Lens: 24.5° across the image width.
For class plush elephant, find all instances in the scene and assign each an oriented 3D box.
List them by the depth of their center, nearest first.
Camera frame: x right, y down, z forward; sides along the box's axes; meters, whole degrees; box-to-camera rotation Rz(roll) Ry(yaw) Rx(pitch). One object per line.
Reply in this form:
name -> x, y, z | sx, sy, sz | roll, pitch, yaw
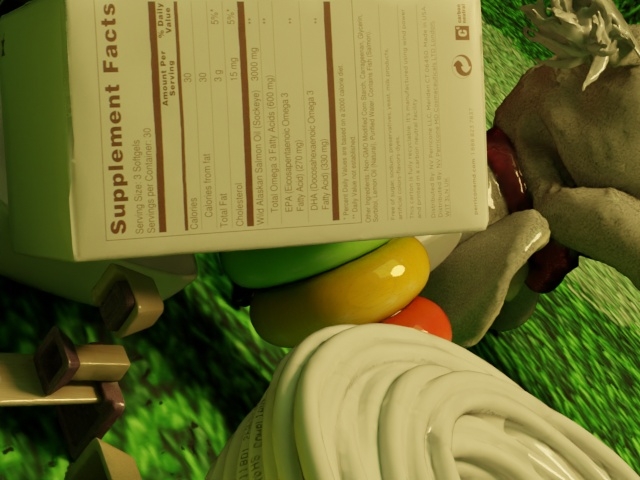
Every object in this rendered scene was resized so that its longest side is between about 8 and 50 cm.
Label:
plush elephant -> 0.162, -0.024, 1.074 | 0.330, 0.255, 0.272 | 42, 28, -37

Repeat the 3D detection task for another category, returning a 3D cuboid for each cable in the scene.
cable -> 0.065, 0.142, 0.516 | 0.257, 0.089, 0.257 | 42, 20, -12

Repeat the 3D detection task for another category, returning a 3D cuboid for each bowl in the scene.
bowl -> -0.137, -0.027, 0.713 | 0.142, 0.053, 0.142 | 25, 29, -48

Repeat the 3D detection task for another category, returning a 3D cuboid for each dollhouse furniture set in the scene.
dollhouse furniture set -> -0.100, 0.079, 0.567 | 0.081, 0.091, 0.114 | 5, 46, -40

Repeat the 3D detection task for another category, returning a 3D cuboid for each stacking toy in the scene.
stacking toy -> 0.000, 0.000, 0.760 | 0.141, 0.141, 0.330 | -48, 118, -70

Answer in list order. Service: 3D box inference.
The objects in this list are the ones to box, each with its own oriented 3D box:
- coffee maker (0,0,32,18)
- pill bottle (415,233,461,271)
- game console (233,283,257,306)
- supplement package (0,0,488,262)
coffee maker -> -0.145, -0.158, 0.886 | 0.171, 0.120, 0.178 | 24, 22, -5
pill bottle -> 0.005, -0.056, 0.974 | 0.193, 0.108, 0.108 | 53, 21, 18
game console -> -0.028, -0.041, 0.858 | 0.071, 0.122, 0.107 | 39, 22, -20
supplement package -> -0.033, -0.049, 0.615 | 0.179, 0.105, 0.105 | -4, 4, -24
